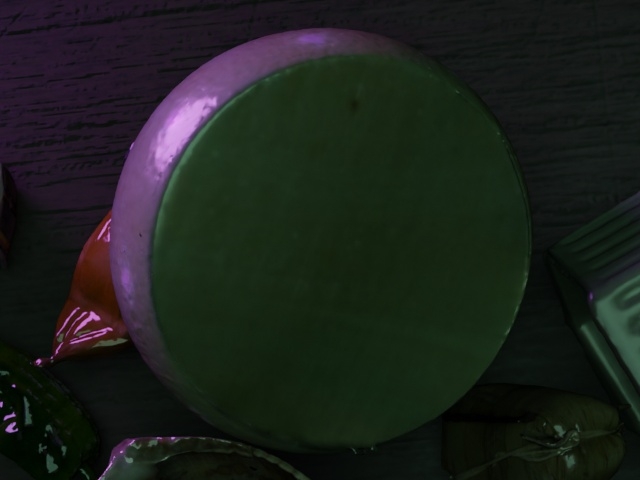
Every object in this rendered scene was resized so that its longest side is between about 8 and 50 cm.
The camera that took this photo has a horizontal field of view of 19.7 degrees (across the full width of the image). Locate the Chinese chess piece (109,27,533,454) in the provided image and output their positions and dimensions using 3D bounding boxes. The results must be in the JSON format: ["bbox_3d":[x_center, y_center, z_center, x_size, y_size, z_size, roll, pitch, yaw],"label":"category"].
[{"bbox_3d":[0.000,0.000,1.509,0.349,0.146,0.349,-4,102,-17],"label":"Chinese chess piece"}]

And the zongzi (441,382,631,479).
[{"bbox_3d":[0.175,0.217,1.521,0.099,0.194,0.197,0,87,-25],"label":"zongzi"}]

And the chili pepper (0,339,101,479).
[{"bbox_3d":[-0.287,0.139,1.612,0.257,0.074,0.100,34,90,11],"label":"chili pepper"}]

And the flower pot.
[{"bbox_3d":[0.316,0.062,1.507,0.189,0.239,0.209,-30,111,0],"label":"flower pot"}]

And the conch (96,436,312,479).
[{"bbox_3d":[-0.085,0.284,1.513,0.324,0.186,0.263,-6,94,6],"label":"conch"}]

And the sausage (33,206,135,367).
[{"bbox_3d":[-0.129,-0.009,1.599,0.112,0.112,0.328,38,88,7],"label":"sausage"}]

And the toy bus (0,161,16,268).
[{"bbox_3d":[-0.400,-0.047,1.632,0.268,0.092,0.106,13,75,6],"label":"toy bus"}]
